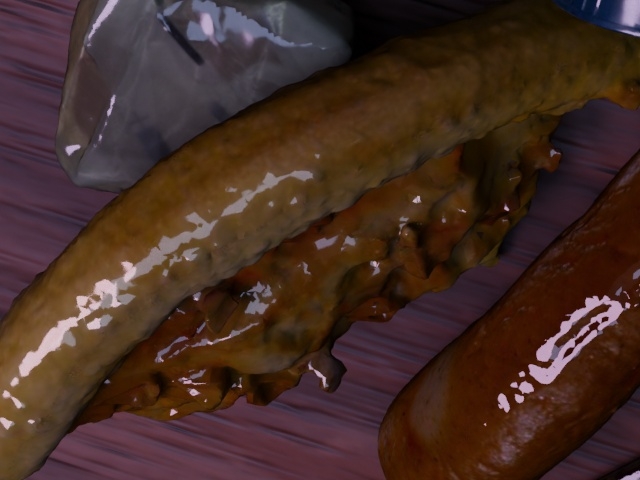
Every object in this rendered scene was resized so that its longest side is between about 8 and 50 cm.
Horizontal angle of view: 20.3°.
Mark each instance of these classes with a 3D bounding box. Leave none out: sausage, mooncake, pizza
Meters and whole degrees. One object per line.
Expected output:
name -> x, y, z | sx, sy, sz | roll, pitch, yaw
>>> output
sausage -> 0.122, 0.036, 0.818 | 0.076, 0.103, 0.302 | 43, 120, 2
mooncake -> -0.056, -0.075, 0.828 | 0.125, 0.073, 0.130 | 17, 123, -7
pizza -> 0.000, 0.000, 0.788 | 0.365, 0.074, 0.182 | -29, 145, -4

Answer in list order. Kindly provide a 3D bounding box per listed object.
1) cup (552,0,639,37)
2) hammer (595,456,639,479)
cup -> 0.136, -0.162, 0.704 | 0.150, 0.113, 0.138 | 5, 116, 2
hammer -> 0.133, 0.129, 0.909 | 0.178, 0.021, 0.065 | -29, 104, 26
